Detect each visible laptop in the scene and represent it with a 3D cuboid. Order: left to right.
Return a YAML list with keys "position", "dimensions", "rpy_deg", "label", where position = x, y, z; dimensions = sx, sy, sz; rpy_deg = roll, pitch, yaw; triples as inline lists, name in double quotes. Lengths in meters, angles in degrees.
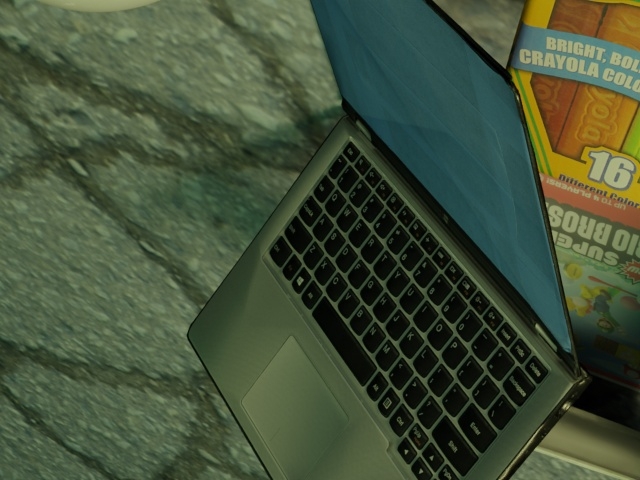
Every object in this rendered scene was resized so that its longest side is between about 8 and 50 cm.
- position: [0.000, 0.000, 1.151]
  dimensions: [0.236, 0.382, 0.408]
  rpy_deg: [24, 109, -39]
  label: "laptop"

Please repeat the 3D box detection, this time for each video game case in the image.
- position: [0.229, 0.020, 1.363]
  dimensions: [0.204, 0.025, 0.285]
  rpy_deg: [20, 145, 11]
  label: "video game case"

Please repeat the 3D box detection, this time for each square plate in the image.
- position: [0.171, 0.157, 1.440]
  dimensions: [0.344, 0.049, 0.347]
  rpy_deg: [19, 177, 14]
  label: "square plate"

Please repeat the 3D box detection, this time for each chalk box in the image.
- position: [0.235, -0.174, 0.974]
  dimensions: [0.180, 0.179, 0.289]
  rpy_deg: [21, 145, 10]
  label: "chalk box"

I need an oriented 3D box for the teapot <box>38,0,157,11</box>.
- position: [-0.127, -0.275, 1.095]
  dimensions: [0.256, 0.187, 0.253]
  rpy_deg: [35, 106, 27]
  label: "teapot"
